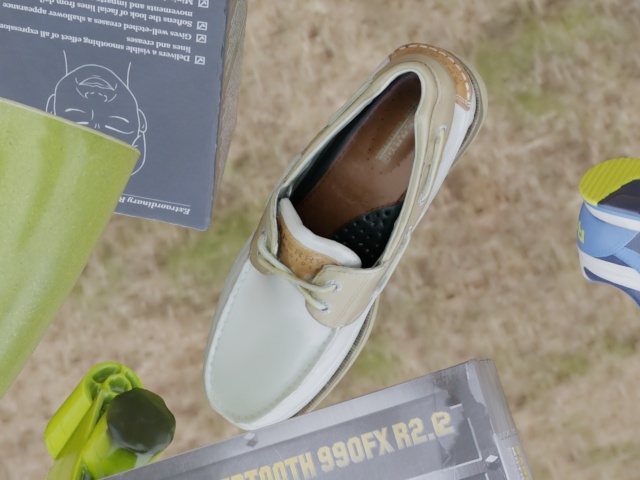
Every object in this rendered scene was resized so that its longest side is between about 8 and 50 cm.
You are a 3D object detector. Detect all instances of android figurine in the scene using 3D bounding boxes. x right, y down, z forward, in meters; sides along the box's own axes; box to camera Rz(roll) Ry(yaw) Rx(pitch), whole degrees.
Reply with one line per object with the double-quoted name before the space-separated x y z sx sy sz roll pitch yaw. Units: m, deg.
"android figurine" -0.164 0.201 0.989 0.056 0.248 0.273 23 143 -14

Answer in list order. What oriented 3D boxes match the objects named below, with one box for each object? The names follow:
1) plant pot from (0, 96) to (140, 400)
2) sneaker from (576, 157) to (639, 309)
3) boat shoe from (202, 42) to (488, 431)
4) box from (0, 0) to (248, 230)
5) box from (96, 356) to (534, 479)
"plant pot" -0.314 0.028 1.250 0.274 0.274 0.294 19 87 -40
"sneaker" 0.176 0.016 0.694 0.053 0.144 0.059 -39 148 -44
"boat shoe" 0.000 0.000 1.083 0.302 0.113 0.103 -62 165 11
"box" -0.245 -0.240 1.925 0.293 0.212 0.395 10 134 1
"box" -0.001 0.176 0.771 0.231 0.183 0.056 -20 171 14
